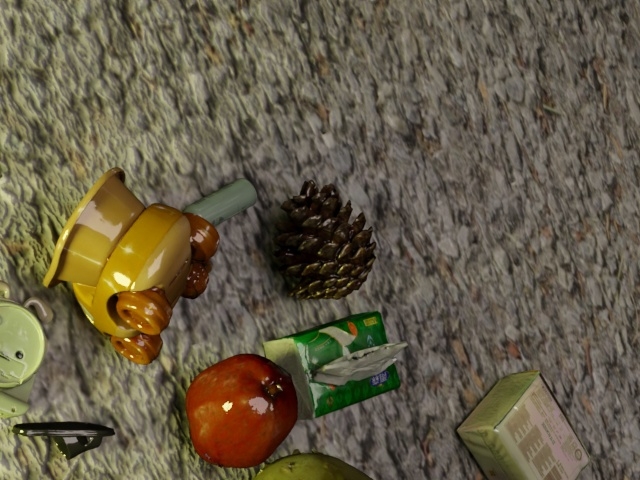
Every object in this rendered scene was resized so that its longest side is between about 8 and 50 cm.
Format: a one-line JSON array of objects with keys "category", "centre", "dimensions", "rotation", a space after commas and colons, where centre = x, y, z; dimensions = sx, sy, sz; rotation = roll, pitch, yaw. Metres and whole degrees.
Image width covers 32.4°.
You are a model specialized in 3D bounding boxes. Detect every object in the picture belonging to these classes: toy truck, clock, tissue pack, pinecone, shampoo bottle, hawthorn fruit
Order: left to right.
[{"category": "clock", "centre": [-0.478, 0.156, 1.638], "dimensions": [0.151, 0.062, 0.191], "rotation": [31, 63, -28]}, {"category": "toy truck", "centre": [-0.286, 0.039, 1.691], "dimensions": [0.212, 0.288, 0.204], "rotation": [32, 63, 1]}, {"category": "shampoo bottle", "centre": [-0.197, -0.047, 1.897], "dimensions": [0.195, 0.056, 0.056], "rotation": [-32, 99, -36]}, {"category": "hawthorn fruit", "centre": [-0.117, 0.272, 1.788], "dimensions": [0.185, 0.202, 0.185], "rotation": [23, 48, -29]}, {"category": "pinecone", "centre": [-0.001, 0.004, 1.950], "dimensions": [0.204, 0.179, 0.184], "rotation": [58, 33, -13]}, {"category": "tissue pack", "centre": [0.037, 0.218, 1.950], "dimensions": [0.209, 0.156, 0.148], "rotation": [-13, 90, -39]}, {"category": "tissue pack", "centre": [0.409, 0.405, 2.201], "dimensions": [0.185, 0.124, 0.225], "rotation": [-42, 105, -36]}]

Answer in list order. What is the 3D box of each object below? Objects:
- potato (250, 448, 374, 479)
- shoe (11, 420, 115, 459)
[{"category": "potato", "centre": [0.026, 0.513, 1.832], "dimensions": [0.359, 0.219, 0.269], "rotation": [34, 64, -28]}, {"category": "shoe", "centre": [-0.392, 0.304, 1.673], "dimensions": [0.159, 0.062, 0.053], "rotation": [10, 87, -35]}]
